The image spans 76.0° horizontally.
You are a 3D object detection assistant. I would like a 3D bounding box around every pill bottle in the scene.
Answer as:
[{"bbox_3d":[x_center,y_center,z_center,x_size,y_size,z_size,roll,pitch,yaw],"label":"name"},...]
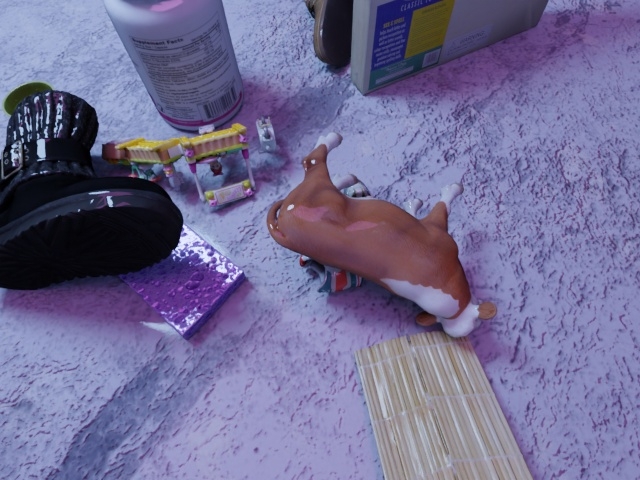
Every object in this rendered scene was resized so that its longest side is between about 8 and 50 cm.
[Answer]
[{"bbox_3d":[-0.221,-0.321,0.623,0.160,0.283,0.160,-1,62,1],"label":"pill bottle"}]

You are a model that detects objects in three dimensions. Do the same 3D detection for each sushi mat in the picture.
[{"bbox_3d":[0.141,0.240,0.429,0.152,0.019,0.316,-11,48,-2],"label":"sushi mat"}]

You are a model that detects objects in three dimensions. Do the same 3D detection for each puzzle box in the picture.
[{"bbox_3d":[0.239,-0.426,0.672,0.409,0.272,0.052,-25,65,-11],"label":"puzzle box"}]

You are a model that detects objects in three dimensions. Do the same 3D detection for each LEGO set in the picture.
[{"bbox_3d":[-0.205,-0.114,0.641,0.287,0.107,0.132,-9,28,2],"label":"LEGO set"}]

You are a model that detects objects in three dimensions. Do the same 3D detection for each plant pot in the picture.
[{"bbox_3d":[-0.464,-0.207,0.686,0.083,0.079,0.083,0,63,1],"label":"plant pot"}]

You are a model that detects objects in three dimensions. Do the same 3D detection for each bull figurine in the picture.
[{"bbox_3d":[0.091,-0.005,0.517,0.310,0.101,0.188,24,54,-11],"label":"bull figurine"}]

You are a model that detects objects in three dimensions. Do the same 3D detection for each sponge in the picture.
[{"bbox_3d":[-0.220,0.030,0.584,0.210,0.031,0.117,36,69,18],"label":"sponge"}]

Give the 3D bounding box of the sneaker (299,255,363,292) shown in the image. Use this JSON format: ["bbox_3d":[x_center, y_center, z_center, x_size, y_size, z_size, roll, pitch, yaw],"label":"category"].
[{"bbox_3d":[0.000,0.000,0.578,0.075,0.057,0.161,-16,66,-13],"label":"sneaker"}]

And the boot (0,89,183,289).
[{"bbox_3d":[-0.323,-0.089,0.548,0.348,0.131,0.260,-10,61,20],"label":"boot"}]

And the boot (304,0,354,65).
[{"bbox_3d":[0.019,-0.459,0.811,0.115,0.112,0.305,-5,63,33],"label":"boot"}]

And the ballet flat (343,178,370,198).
[{"bbox_3d":[0.060,-0.056,0.616,0.041,0.041,0.114,-7,63,-2],"label":"ballet flat"}]
